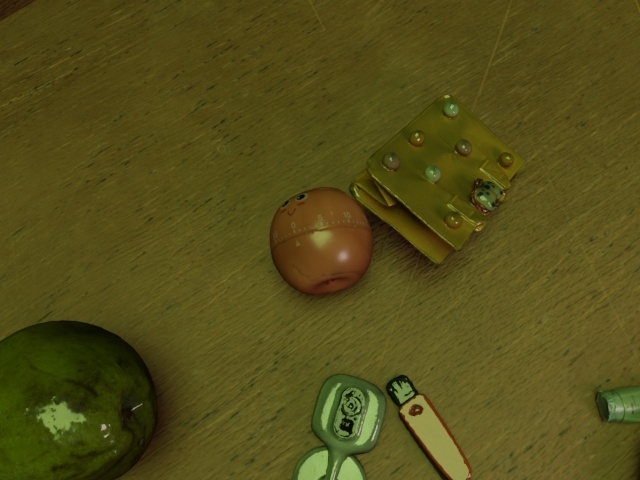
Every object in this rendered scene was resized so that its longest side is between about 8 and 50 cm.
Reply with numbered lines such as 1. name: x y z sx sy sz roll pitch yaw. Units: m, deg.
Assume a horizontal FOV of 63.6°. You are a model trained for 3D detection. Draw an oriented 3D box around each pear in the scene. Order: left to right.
1. pear: -0.505 0.318 1.000 0.413 0.352 0.352 -1 68 25

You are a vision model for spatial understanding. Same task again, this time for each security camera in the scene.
1. security camera: 0.037 0.431 1.057 0.157 0.080 0.302 15 74 10

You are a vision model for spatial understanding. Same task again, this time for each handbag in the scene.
1. handbag: 0.284 -0.152 1.165 0.283 0.133 0.401 43 53 8

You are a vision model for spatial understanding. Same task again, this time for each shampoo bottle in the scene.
1. shampoo bottle: 0.680 0.331 1.048 0.212 0.049 0.072 -7 73 3

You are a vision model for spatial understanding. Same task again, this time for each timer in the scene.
1. timer: 0.000 0.000 1.142 0.229 0.230 0.215 -15 67 -1

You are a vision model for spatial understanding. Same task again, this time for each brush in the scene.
1. brush: 0.245 0.420 1.052 0.070 0.051 0.323 -33 70 -10
